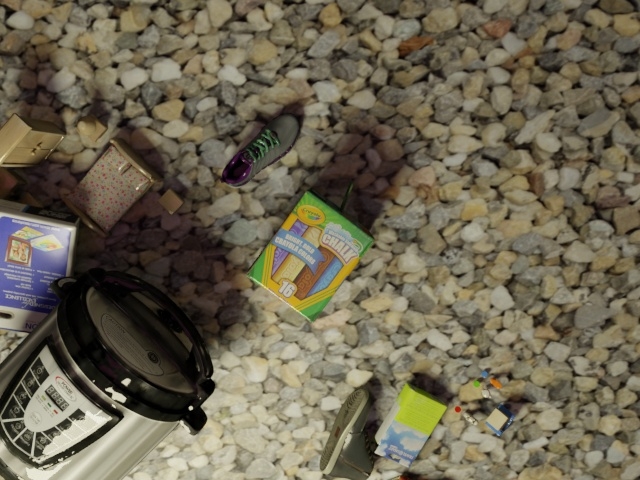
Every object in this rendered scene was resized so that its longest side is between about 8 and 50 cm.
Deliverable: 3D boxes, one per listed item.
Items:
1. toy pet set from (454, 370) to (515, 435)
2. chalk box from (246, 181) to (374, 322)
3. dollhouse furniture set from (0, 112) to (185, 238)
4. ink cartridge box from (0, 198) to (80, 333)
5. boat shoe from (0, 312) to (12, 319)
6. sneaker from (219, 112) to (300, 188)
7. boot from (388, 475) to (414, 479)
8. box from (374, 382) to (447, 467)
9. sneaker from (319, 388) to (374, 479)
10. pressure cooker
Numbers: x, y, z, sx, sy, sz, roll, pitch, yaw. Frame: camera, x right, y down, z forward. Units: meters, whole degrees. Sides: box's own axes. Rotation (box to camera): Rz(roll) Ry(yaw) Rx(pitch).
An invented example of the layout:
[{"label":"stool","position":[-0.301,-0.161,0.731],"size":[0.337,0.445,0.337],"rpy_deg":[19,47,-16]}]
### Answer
[{"label":"toy pet set","position":[0.407,0.398,1.343],"size":[0.114,0.065,0.122],"rpy_deg":[39,94,32]},{"label":"chalk box","position":[0.000,0.000,1.235],"size":[0.179,0.180,0.289],"rpy_deg":[37,97,-3]},{"label":"dollhouse furniture set","position":[-0.546,-0.098,1.241],"size":[0.355,0.174,0.303],"rpy_deg":[43,96,-3]},{"label":"ink cartridge box","position":[-0.714,0.056,1.250],"size":[0.303,0.072,0.307],"rpy_deg":[13,117,-15]},{"label":"boat shoe","position":[-0.817,0.126,1.341],"size":[0.206,0.075,0.065],"rpy_deg":[24,55,4]},{"label":"sneaker","position":[-0.132,-0.198,1.255],"size":[0.223,0.098,0.083],"rpy_deg":[-45,94,6]},{"label":"boot","position":[0.228,0.609,1.362],"size":[0.157,0.059,0.085],"rpy_deg":[-18,91,5]},{"label":"box","position":[0.211,0.443,1.340],"size":[0.109,0.042,0.178],"rpy_deg":[28,96,-14]},{"label":"sneaker","position":[0.094,0.470,1.347],"size":[0.118,0.083,0.222],"rpy_deg":[25,94,-16]},{"label":"pressure cooker","position":[-0.453,0.282,1.190],"size":[0.420,0.375,0.370],"rpy_deg":[-44,132,5]}]
